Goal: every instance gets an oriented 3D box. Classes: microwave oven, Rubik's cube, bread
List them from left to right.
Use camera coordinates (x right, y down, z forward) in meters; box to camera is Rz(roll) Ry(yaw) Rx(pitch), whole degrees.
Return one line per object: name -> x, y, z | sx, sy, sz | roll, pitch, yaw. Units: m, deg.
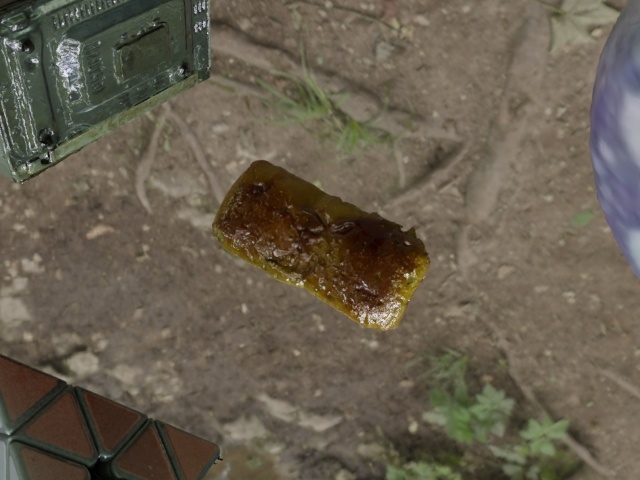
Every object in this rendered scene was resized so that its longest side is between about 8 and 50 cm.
Rubik's cube -> -0.269, 0.282, 0.871 | 0.233, 0.228, 0.229 | 14, 158, 13
microwave oven -> -0.193, -0.166, 0.625 | 0.205, 0.129, 0.163 | -38, 154, -32
bread -> 0.001, 0.001, 0.994 | 0.139, 0.270, 0.077 | -60, 163, -2

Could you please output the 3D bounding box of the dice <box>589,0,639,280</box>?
dice -> 0.341, -0.052, 0.455 | 0.270, 0.270, 0.271 | -32, 135, -5
